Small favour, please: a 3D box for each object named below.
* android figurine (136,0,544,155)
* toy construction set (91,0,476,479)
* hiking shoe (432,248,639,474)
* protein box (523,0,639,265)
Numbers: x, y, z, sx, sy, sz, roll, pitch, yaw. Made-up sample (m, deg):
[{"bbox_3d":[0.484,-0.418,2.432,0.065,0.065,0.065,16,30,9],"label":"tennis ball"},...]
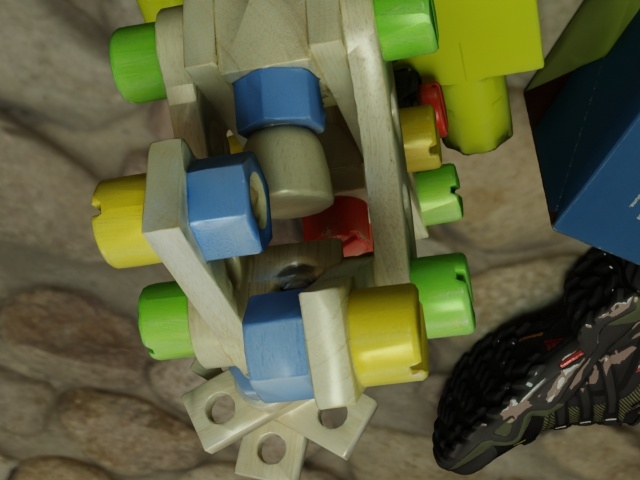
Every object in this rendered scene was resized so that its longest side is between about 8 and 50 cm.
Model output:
[{"bbox_3d":[0.018,-0.154,0.546,0.248,0.056,0.272,-10,130,12],"label":"android figurine"},{"bbox_3d":[0.000,0.000,0.482,0.151,0.215,0.327,-4,159,-2],"label":"toy construction set"},{"bbox_3d":[0.172,0.099,0.723,0.114,0.086,0.227,34,122,-18],"label":"hiking shoe"},{"bbox_3d":[0.245,-0.078,0.545,0.201,0.136,0.199,21,126,-13],"label":"protein box"}]
